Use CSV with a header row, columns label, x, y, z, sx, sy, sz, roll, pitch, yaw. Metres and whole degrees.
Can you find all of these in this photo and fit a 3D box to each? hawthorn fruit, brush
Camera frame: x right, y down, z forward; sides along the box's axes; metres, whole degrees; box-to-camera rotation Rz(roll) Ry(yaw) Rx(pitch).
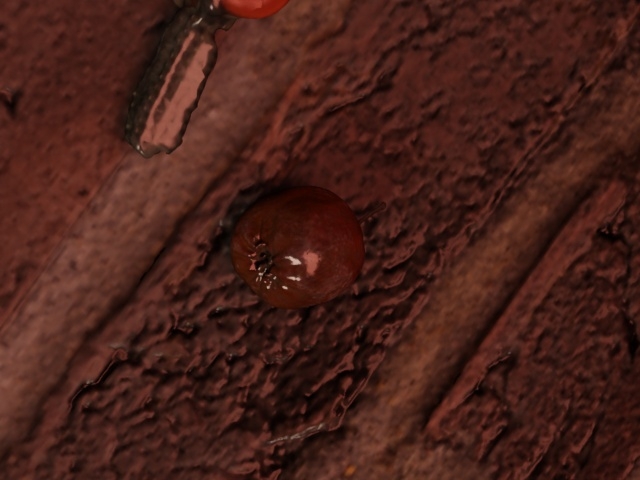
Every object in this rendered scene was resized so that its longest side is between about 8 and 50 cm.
label,x,y,z,sx,sy,sz,roll,pitch,yaw
hawthorn fruit,0.000,0.000,0.944,0.103,0.067,0.066,-18,113,-50
brush,-0.019,-0.187,0.881,0.070,0.051,0.323,24,92,-32
